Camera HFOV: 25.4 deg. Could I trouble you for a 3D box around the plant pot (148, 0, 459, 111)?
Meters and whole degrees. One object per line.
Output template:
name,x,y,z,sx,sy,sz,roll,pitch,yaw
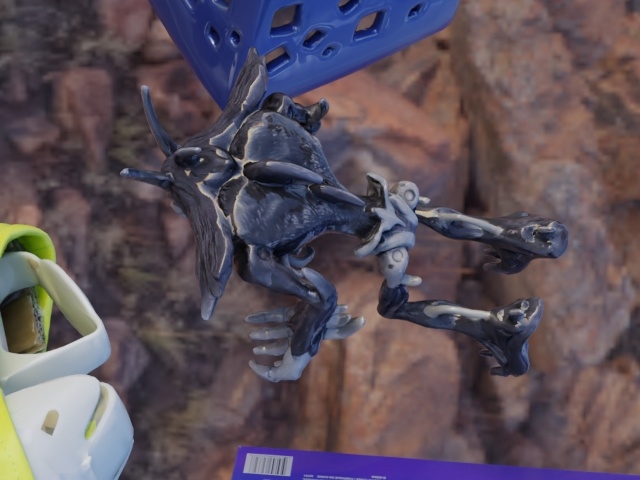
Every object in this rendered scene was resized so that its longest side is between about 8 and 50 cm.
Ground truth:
plant pot,-0.020,-0.274,1.122,0.236,0.236,0.212,-26,160,-22

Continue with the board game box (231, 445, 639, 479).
board game box,0.113,0.260,0.929,0.078,0.347,0.233,-80,172,-58

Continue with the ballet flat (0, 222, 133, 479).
ballet flat,-0.106,0.058,0.488,0.231,0.077,0.077,-121,-166,-56

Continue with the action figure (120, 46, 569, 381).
action figure,0.000,0.000,0.816,0.275,0.141,0.164,20,60,-23
